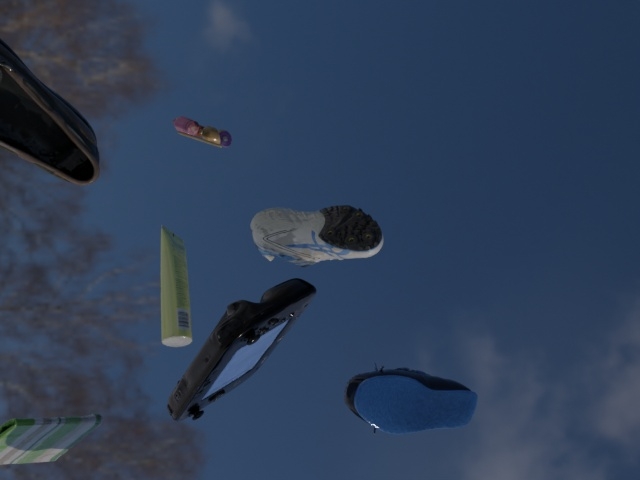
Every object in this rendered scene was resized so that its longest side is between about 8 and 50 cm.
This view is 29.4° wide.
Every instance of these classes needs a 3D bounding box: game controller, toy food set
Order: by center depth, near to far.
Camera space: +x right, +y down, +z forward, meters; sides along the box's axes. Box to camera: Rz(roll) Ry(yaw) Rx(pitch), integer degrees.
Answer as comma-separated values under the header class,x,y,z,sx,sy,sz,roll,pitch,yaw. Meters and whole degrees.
class,x,y,z,sx,sy,sz,roll,pitch,yaw
toy food set,-0.146,-0.138,1.518,0.122,0.078,0.019,-114,-138,-80
game controller,-0.113,0.157,1.709,0.067,0.166,0.319,60,-33,16

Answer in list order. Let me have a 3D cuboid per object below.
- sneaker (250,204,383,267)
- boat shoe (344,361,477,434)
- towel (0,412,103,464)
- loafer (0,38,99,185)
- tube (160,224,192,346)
class,x,y,z,sx,sy,sz,roll,pitch,yaw
sneaker,0.000,0.000,1.746,0.237,0.085,0.086,6,-48,42
boat shoe,0.122,0.241,1.824,0.089,0.258,0.109,26,-85,47
towel,-0.367,0.252,1.560,0.113,0.152,0.023,-39,-116,24
loafer,-0.321,-0.142,1.204,0.096,0.267,0.084,-51,-143,6
tube,-0.293,0.093,2.447,0.070,0.062,0.240,129,-39,-59
